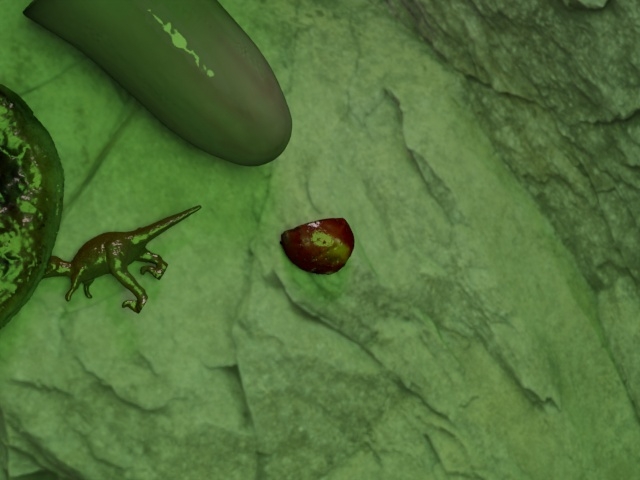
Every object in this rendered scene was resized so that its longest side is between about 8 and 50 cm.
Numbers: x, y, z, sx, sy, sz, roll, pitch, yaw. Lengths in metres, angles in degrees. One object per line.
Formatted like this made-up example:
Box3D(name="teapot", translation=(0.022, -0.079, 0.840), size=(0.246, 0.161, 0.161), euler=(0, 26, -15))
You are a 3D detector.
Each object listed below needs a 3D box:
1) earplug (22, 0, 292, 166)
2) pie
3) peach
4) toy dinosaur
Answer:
Box3D(name="earplug", translation=(-0.148, -0.195, 1.188), size=(0.301, 0.172, 0.172), euler=(45, 73, -19))
Box3D(name="pie", translation=(-0.409, -0.043, 1.122), size=(0.323, 0.070, 0.323), euler=(1, 86, -22))
Box3D(name="peach", translation=(0.000, 0.000, 1.289), size=(0.083, 0.050, 0.077), euler=(33, 75, -13))
Box3D(name="toy dinosaur", translation=(-0.223, 0.003, 1.207), size=(0.126, 0.039, 0.162), euler=(29, 78, -8))
